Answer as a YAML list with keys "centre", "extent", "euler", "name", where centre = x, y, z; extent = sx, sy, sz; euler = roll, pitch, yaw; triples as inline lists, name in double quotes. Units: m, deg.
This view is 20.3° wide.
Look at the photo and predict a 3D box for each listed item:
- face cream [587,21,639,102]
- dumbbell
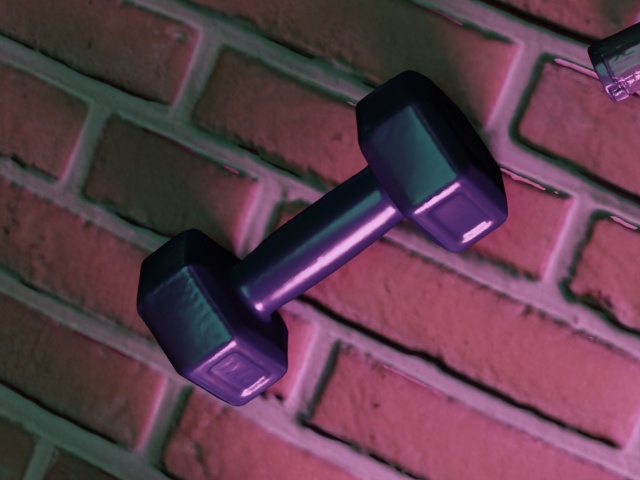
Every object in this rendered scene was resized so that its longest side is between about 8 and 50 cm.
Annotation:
- centre: [0.357, -0.201, 1.450]
  extent: [0.291, 0.071, 0.144]
  euler: [-25, 72, 17]
  name: "face cream"
- centre: [0.000, 0.000, 1.533]
  extent: [0.325, 0.144, 0.160]
  euler: [-36, 80, 16]
  name: "dumbbell"
